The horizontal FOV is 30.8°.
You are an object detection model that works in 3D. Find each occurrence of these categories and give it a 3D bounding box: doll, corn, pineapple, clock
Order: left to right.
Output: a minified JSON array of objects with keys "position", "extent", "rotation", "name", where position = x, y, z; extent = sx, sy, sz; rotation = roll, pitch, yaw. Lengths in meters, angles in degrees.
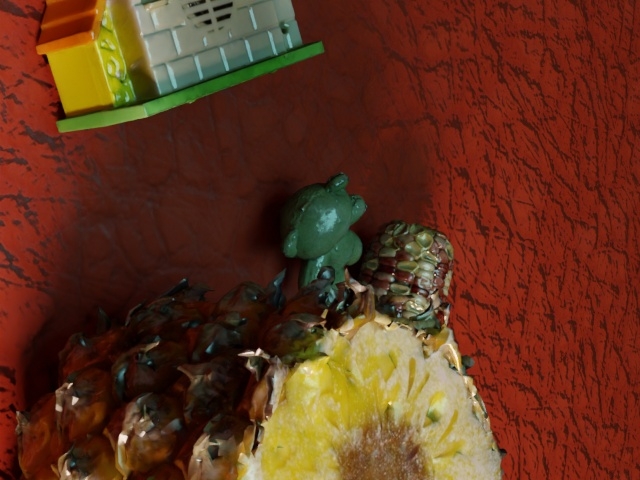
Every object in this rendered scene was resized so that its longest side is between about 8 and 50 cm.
[{"position":[-0.131,-0.239,0.923],"extent":[0.220,0.106,0.255],"rotation":[-28,108,-46],"name":"clock"},{"position":[-0.054,0.185,0.870],"extent":[0.352,0.300,0.352],"rotation":[-5,96,-48],"name":"pineapple"},{"position":[0.000,0.000,1.110],"extent":[0.115,0.078,0.150],"rotation":[-56,150,-17],"name":"doll"},{"position":[0.061,0.120,1.153],"extent":[0.098,0.098,0.289],"rotation":[29,71,-46],"name":"corn"}]
